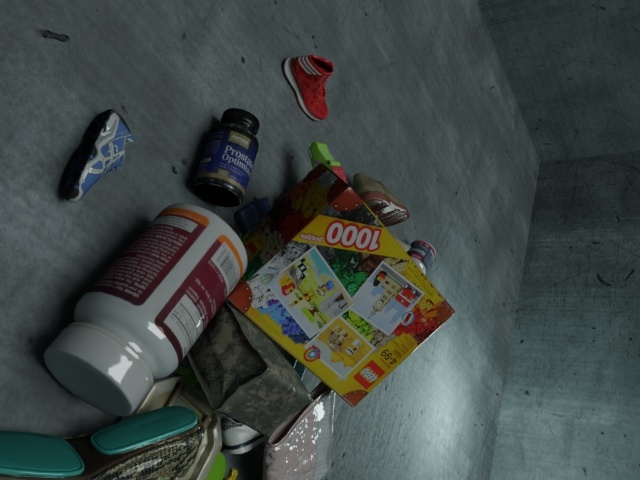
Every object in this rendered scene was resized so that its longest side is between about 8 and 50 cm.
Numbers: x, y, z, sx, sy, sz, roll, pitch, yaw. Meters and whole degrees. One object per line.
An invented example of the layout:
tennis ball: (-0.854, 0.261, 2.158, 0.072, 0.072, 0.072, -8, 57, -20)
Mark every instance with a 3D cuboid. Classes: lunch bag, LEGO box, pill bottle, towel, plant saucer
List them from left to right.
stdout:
pill bottle: (-0.329, 0.127, 1.236, 0.392, 0.224, 0.224, -57, 132, -40)
pill bottle: (-0.218, -0.200, 1.510, 0.123, 0.123, 0.219, 39, 56, -47)
lunch bag: (-0.185, 0.267, 1.430, 0.169, 0.287, 0.235, -39, 142, 0)
towel: (-0.174, -0.064, 1.648, 0.119, 0.029, 0.067, -36, 117, -50)
towel: (-0.055, 0.576, 1.669, 0.317, 0.054, 0.331, -34, 134, -53)
plant saucer: (-0.058, 0.340, 1.802, 0.067, 0.018, 0.192, 51, 49, -40)
LEGO box: (0.039, 0.121, 1.576, 0.372, 0.193, 0.500, -44, 122, 0)
pill bottle: (0.347, 0.087, 2.330, 0.180, 0.108, 0.107, -50, 127, -45)

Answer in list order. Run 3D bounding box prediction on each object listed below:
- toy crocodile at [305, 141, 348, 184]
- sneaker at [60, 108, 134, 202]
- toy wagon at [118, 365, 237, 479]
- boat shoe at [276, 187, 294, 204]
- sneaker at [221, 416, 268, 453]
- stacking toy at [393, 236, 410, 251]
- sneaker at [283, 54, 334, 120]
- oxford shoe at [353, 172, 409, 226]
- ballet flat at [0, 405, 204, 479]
toy crocodile: (0.042, -0.111, 1.727, 0.115, 0.105, 0.340, 3, 71, -61)
sneaker: (-0.430, -0.157, 1.235, 0.081, 0.080, 0.211, 46, 53, -40)
toy wagon: (-0.304, 0.457, 1.390, 0.344, 0.068, 0.267, 58, 44, -36)
boat shoe: (0.000, 0.000, 1.809, 0.130, 0.132, 0.355, -51, 128, -47)
sneaker: (-0.157, 0.453, 1.596, 0.235, 0.090, 0.094, -13, 89, -57)
stacking toy: (0.158, 0.066, 2.001, 0.309, 0.130, 0.279, 31, 26, -11)
sneaker: (-0.005, -0.440, 1.831, 0.221, 0.128, 0.087, 50, 49, -42)
oxford shoe: (0.210, -0.138, 2.141, 0.348, 0.123, 0.130, 31, 39, -63)
ballet flat: (-0.424, 0.414, 1.112, 0.483, 0.164, 0.181, 4, 102, -44)
